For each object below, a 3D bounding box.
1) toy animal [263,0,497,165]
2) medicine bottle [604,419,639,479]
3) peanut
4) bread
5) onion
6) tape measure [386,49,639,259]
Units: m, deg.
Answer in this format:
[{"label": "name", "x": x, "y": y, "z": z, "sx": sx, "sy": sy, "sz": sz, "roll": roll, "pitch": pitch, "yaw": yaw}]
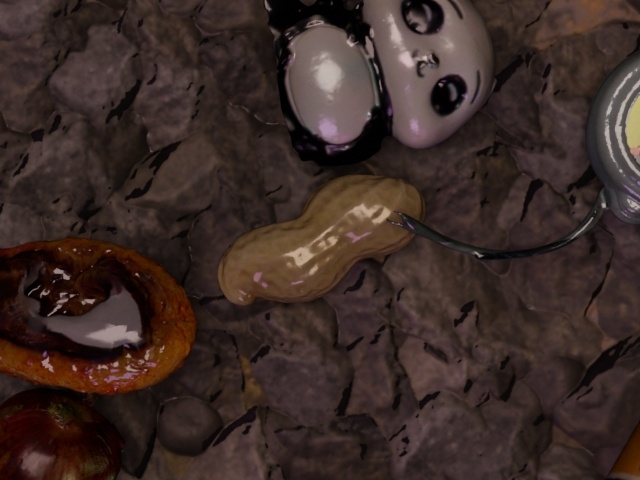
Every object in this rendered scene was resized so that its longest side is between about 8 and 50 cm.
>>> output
[{"label": "toy animal", "x": 0.053, "y": -0.154, "z": 1.589, "sx": 0.179, "sy": 0.138, "sz": 0.166, "roll": -11, "pitch": 102, "yaw": 10}, {"label": "medicine bottle", "x": 0.395, "y": 0.117, "z": 1.503, "sx": 0.242, "sy": 0.242, "sz": 0.395, "roll": 28, "pitch": 76, "yaw": 6}, {"label": "peanut", "x": 0.000, "y": 0.000, "z": 1.617, "sx": 0.187, "sy": 0.082, "sz": 0.082, "roll": -31, "pitch": 84, "yaw": 4}, {"label": "bread", "x": -0.233, "y": 0.067, "z": 1.629, "sx": 0.269, "sy": 0.095, "sz": 0.139, "roll": -1, "pitch": 57, "yaw": 16}, {"label": "onion", "x": -0.230, "y": 0.181, "z": 1.608, "sx": 0.117, "sy": 0.118, "sz": 0.118, "roll": 29, "pitch": 90, "yaw": 20}, {"label": "tape measure", "x": 0.215, "y": -0.073, "z": 1.594, "sx": 0.330, "sy": 0.084, "sz": 0.164, "roll": -7, "pitch": 84, "yaw": 4}]
